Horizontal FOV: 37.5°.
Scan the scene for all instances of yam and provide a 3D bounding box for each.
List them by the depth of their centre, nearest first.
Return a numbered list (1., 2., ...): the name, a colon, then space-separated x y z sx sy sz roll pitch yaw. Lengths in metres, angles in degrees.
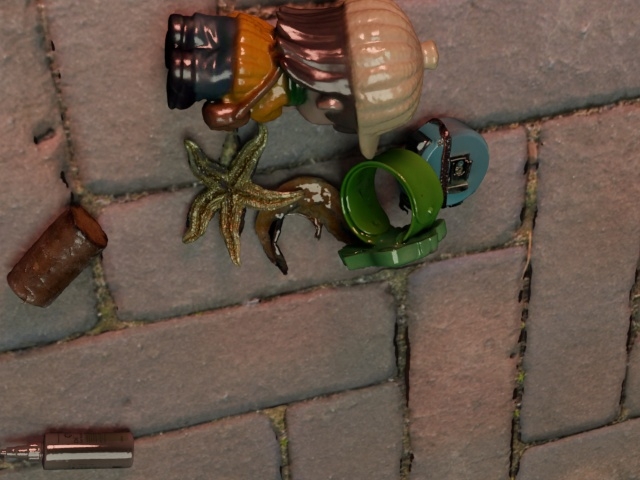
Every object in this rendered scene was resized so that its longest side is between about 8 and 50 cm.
1. yam: -0.357 0.025 1.281 0.141 0.079 0.079 -43 122 12

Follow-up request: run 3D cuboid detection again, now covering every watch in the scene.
1. watch: 0.083 -0.043 1.304 0.131 0.165 0.152 -29 108 -41

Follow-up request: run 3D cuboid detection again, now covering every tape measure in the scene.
1. tape measure: 0.179 -0.111 1.365 0.125 0.081 0.146 -13 125 -22

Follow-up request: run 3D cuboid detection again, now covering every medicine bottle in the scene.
1. medicine bottle: -0.392 0.326 1.460 0.199 0.057 0.057 3 118 -18

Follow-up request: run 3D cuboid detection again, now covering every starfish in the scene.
1. starfish: -0.109 -0.066 1.312 0.176 0.053 0.208 8 116 -6

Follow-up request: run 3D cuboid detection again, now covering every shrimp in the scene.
1. shrimp: 0.000 0.000 1.393 0.219 0.046 0.152 37 104 -31

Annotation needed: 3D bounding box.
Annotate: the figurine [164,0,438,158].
1. figurine: -0.022 -0.223 1.177 0.332 0.185 0.204 9 152 -26
